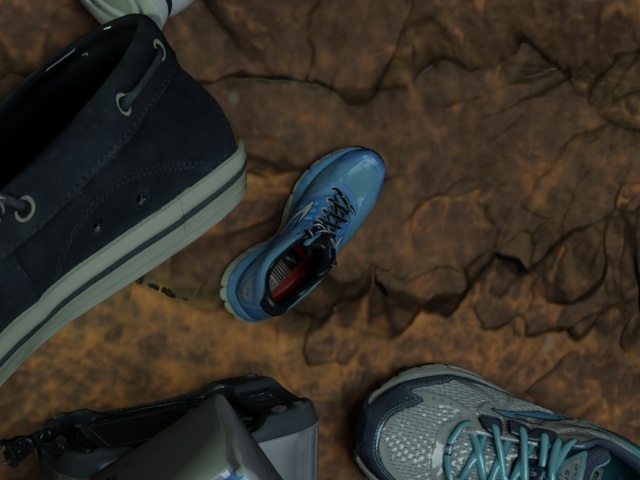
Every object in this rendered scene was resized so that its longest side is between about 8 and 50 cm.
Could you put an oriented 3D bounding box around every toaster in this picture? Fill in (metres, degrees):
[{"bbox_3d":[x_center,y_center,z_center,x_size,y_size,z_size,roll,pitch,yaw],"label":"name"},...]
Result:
[{"bbox_3d":[-0.103,0.188,1.144,0.227,0.129,0.147,-10,102,-24],"label":"toaster"}]

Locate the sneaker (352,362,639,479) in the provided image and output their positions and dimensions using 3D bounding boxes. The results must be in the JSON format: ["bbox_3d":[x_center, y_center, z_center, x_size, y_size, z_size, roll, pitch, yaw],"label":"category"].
[{"bbox_3d":[0.160,0.166,1.280,0.283,0.122,0.110,13,88,-28],"label":"sneaker"}]

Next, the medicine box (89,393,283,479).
[{"bbox_3d":[-0.085,0.295,1.026,0.263,0.149,0.289,-34,106,-1],"label":"medicine box"}]

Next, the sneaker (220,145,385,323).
[{"bbox_3d":[0.000,0.000,1.210,0.063,0.073,0.162,44,75,-23],"label":"sneaker"}]

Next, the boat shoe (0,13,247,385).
[{"bbox_3d":[-0.232,0.005,0.972,0.500,0.186,0.156,-39,115,-44],"label":"boat shoe"}]

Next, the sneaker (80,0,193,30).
[{"bbox_3d":[-0.161,-0.250,1.109,0.095,0.090,0.235,-49,117,-31],"label":"sneaker"}]
